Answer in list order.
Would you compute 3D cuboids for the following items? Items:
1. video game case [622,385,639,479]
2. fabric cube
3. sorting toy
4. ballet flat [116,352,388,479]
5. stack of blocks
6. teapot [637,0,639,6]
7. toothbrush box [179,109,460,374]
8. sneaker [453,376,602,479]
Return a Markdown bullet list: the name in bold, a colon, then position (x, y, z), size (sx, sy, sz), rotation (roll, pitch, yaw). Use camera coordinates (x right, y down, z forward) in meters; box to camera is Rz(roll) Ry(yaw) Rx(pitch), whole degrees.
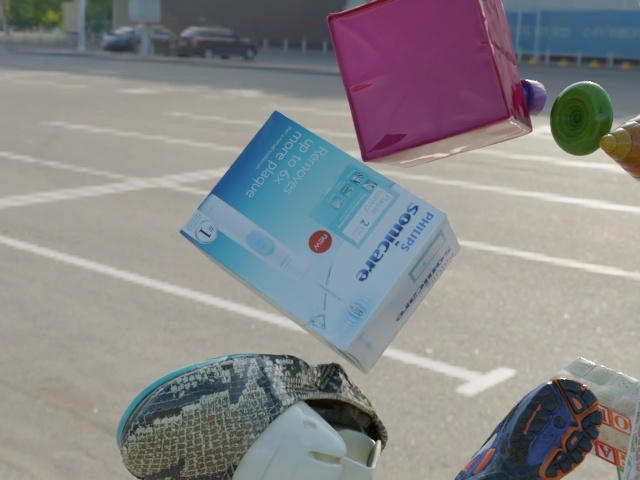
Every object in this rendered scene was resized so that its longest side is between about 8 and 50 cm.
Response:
- **video game case**: position (0.367, 0.231, 0.962), size (0.026, 0.227, 0.206), rotation (18, -15, -9)
- **fabric cube**: position (0.190, -0.278, 1.615), size (0.254, 0.259, 0.258), rotation (-14, -4, 20)
- **sorting toy**: position (0.416, -0.197, 1.590), size (0.126, 0.127, 0.365), rotation (-1, 24, -36)
- **ballet flat**: position (-0.025, 0.217, 1.061), size (0.182, 0.164, 0.483), rotation (33, 5, 21)
- **stack of blocks**: position (0.526, 0.326, 1.576), size (0.087, 0.171, 0.297), rotation (-31, 31, -27)
- **teapot**: position (0.408, -0.362, 1.108), size (0.256, 0.187, 0.252), rotation (-31, 19, -3)
- **toothbrush box**: position (0.000, 0.000, 1.267), size (0.295, 0.216, 0.126), rotation (35, -7, 25)
- **sneaker**: position (0.159, 0.214, 0.833), size (0.083, 0.221, 0.087), rotation (43, -3, 6)
